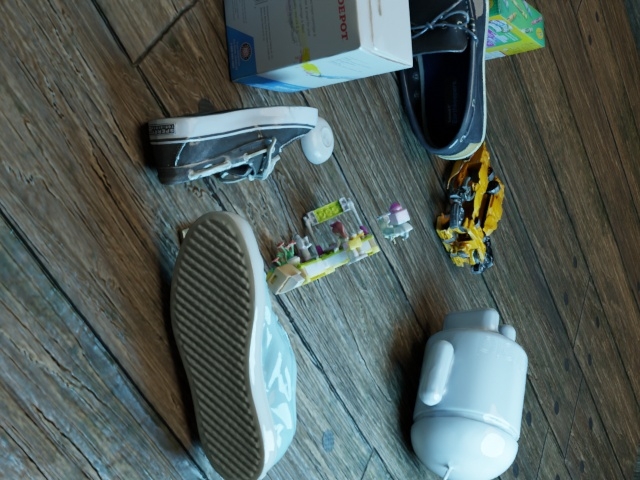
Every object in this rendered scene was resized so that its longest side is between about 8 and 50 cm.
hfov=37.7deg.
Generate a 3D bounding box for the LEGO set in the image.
[{"bbox_3d":[0.000,0.000,1.485,0.287,0.132,0.107,-22,87,-33],"label":"LEGO set"}]

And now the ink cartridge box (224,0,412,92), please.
[{"bbox_3d":[-0.002,-0.333,1.414,0.168,0.233,0.171,-1,85,-57],"label":"ink cartridge box"}]

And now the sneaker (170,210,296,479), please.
[{"bbox_3d":[-0.105,0.133,1.269,0.150,0.135,0.365,-25,115,-64],"label":"sneaker"}]

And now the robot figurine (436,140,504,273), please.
[{"bbox_3d":[0.326,-0.066,2.023,0.211,0.085,0.291,59,39,-33],"label":"robot figurine"}]

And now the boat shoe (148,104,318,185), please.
[{"bbox_3d":[-0.111,-0.133,1.324,0.306,0.113,0.104,-19,107,-54],"label":"boat shoe"}]

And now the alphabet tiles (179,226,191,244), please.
[{"bbox_3d":[-0.139,0.090,1.334,0.198,0.009,0.237,-20,101,-57],"label":"alphabet tiles"}]

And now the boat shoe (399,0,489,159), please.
[{"bbox_3d":[0.232,-0.402,1.849,0.156,0.187,0.499,-27,113,-62],"label":"boat shoe"}]

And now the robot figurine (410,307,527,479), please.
[{"bbox_3d":[0.282,0.304,1.779,0.300,0.200,0.353,37,53,-36],"label":"robot figurine"}]

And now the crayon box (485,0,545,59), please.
[{"bbox_3d":[0.377,-0.488,2.102,0.278,0.165,0.081,9,77,-57],"label":"crayon box"}]

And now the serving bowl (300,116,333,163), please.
[{"bbox_3d":[-0.001,-0.171,1.580,0.083,0.027,0.083,14,74,-57],"label":"serving bowl"}]
